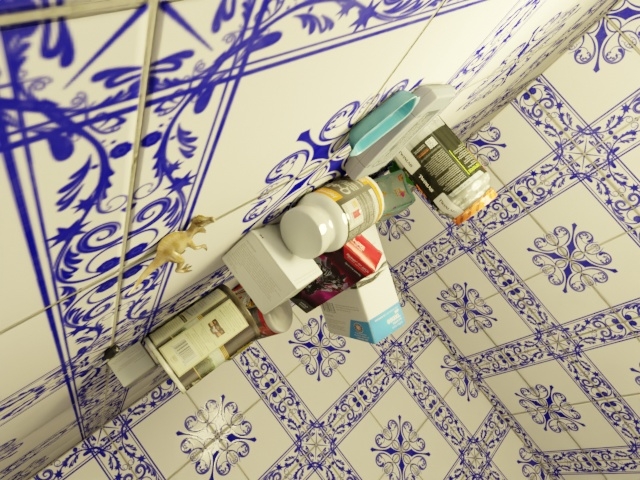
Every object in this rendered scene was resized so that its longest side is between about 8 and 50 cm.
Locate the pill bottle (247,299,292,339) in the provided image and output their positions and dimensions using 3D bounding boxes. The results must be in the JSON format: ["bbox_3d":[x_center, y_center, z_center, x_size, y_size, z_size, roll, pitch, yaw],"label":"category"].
[{"bbox_3d":[-0.284,0.311,1.784,0.319,0.176,0.176,-20,-178,26],"label":"pill bottle"}]

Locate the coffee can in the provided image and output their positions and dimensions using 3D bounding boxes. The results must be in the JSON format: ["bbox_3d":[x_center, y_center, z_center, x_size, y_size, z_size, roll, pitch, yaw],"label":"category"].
[{"bbox_3d":[-0.352,0.290,1.354,0.275,0.201,0.201,-35,173,-23],"label":"coffee can"}]

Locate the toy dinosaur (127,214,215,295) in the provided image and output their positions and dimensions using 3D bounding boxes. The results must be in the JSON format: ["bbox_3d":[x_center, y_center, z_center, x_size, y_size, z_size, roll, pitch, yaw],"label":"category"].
[{"bbox_3d":[-0.251,0.020,0.766,0.183,0.053,0.092,-45,159,-7],"label":"toy dinosaur"}]

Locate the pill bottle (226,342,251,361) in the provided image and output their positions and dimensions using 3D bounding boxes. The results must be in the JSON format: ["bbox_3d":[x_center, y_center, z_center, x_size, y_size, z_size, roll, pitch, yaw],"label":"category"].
[{"bbox_3d":[-0.357,0.383,2.033,0.334,0.188,0.188,-41,173,16],"label":"pill bottle"}]

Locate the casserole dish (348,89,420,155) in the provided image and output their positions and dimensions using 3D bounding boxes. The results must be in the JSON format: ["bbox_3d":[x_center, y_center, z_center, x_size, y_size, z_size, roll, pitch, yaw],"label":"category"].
[{"bbox_3d":[0.126,-0.251,0.953,0.188,0.037,0.114,-38,174,2],"label":"casserole dish"}]

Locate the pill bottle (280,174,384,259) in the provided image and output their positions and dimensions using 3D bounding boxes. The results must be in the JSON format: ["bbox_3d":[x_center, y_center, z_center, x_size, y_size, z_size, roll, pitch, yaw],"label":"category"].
[{"bbox_3d":[0.034,-0.065,1.175,0.278,0.162,0.162,-32,171,-46],"label":"pill bottle"}]

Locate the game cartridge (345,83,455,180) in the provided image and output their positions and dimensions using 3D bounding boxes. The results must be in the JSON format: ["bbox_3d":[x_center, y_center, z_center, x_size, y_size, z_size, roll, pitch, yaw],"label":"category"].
[{"bbox_3d":[0.193,-0.270,1.126,0.297,0.062,0.198,-43,168,36],"label":"game cartridge"}]

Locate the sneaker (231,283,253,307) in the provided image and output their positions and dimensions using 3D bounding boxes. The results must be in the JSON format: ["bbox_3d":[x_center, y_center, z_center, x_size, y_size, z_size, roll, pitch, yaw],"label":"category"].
[{"bbox_3d":[-0.300,0.222,1.651,0.225,0.092,0.088,-38,174,-3],"label":"sneaker"}]

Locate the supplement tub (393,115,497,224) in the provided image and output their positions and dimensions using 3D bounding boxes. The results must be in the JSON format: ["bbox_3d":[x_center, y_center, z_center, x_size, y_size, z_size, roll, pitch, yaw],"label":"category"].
[{"bbox_3d":[0.385,-0.214,1.402,0.194,0.316,0.193,-37,173,-5],"label":"supplement tub"}]

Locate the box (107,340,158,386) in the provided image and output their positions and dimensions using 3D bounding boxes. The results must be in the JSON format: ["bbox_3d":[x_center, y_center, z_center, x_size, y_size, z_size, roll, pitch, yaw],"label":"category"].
[{"bbox_3d":[-0.539,0.360,1.303,0.102,0.087,0.101,-36,173,-23],"label":"box"}]

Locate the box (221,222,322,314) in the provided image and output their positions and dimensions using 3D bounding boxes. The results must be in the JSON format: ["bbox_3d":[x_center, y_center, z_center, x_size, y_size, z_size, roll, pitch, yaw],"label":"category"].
[{"bbox_3d":[-0.118,0.064,1.151,0.119,0.182,0.181,-40,173,22],"label":"box"}]

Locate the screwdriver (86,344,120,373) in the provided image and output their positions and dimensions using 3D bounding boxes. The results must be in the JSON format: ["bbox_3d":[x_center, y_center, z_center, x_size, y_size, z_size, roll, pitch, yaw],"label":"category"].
[{"bbox_3d":[-0.560,0.311,1.148,0.170,0.024,0.025,-39,-157,25],"label":"screwdriver"}]

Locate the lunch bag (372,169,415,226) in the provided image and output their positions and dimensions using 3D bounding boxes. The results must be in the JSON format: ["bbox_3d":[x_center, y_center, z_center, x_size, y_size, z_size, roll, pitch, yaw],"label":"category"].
[{"bbox_3d":[0.188,-0.129,1.646,0.262,0.160,0.223,-24,175,-5],"label":"lunch bag"}]

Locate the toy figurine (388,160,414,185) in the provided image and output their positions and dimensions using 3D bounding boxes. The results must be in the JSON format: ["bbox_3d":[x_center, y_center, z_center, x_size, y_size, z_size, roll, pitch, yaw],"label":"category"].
[{"bbox_3d":[0.350,-0.297,1.641,0.159,0.130,0.173,-47,-163,-10],"label":"toy figurine"}]

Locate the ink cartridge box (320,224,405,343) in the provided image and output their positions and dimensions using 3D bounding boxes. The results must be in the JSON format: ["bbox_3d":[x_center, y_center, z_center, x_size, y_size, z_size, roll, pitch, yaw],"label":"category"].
[{"bbox_3d":[0.108,0.144,1.634,0.166,0.394,0.285,-25,-167,-31],"label":"ink cartridge box"}]

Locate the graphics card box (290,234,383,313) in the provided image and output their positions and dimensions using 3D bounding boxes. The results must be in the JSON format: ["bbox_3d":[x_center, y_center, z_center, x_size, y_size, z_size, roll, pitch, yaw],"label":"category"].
[{"bbox_3d":[-0.012,0.073,1.436,0.371,0.233,0.094,-37,-163,44],"label":"graphics card box"}]
